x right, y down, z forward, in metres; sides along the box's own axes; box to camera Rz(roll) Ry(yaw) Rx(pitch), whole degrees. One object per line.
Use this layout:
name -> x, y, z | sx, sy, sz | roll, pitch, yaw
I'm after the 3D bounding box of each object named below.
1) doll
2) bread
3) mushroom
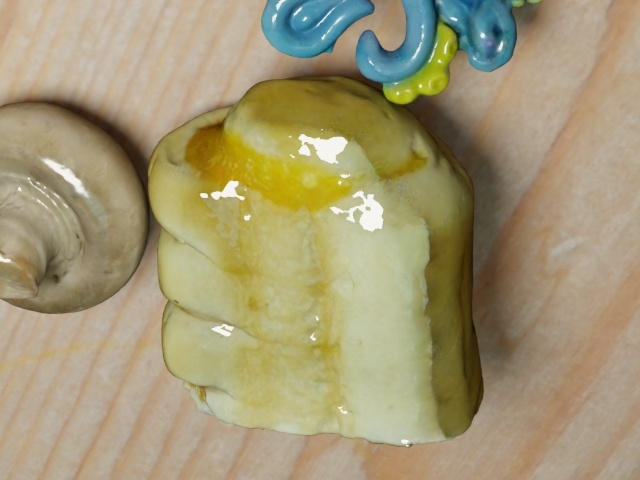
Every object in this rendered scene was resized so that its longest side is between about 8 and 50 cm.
doll -> 0.080, -0.286, 1.356 | 0.346, 0.099, 0.341 | -32, 111, -3
bread -> 0.000, 0.000, 1.527 | 0.300, 0.210, 0.341 | 0, 116, 18
mushroom -> -0.261, -0.014, 1.491 | 0.204, 0.204, 0.204 | -2, 124, -3
